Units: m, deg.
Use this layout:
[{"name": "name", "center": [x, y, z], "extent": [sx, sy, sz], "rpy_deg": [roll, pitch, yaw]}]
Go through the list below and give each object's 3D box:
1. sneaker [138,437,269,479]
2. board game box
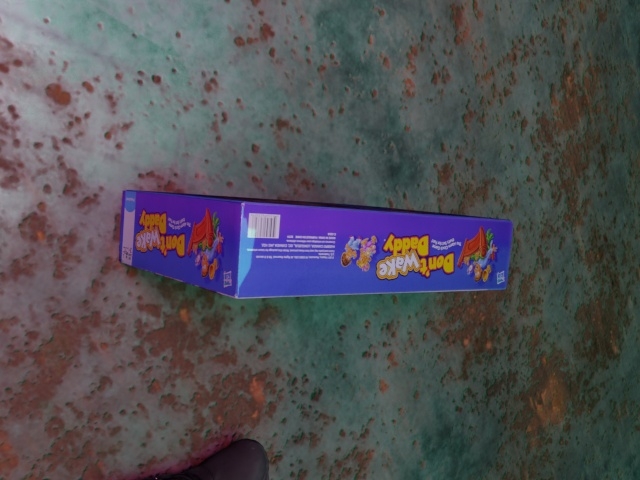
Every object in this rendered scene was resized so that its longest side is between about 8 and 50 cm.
[{"name": "sneaker", "center": [-0.174, 0.298, 0.728], "extent": [0.286, 0.109, 0.130], "rpy_deg": [-37, 111, -31]}, {"name": "board game box", "center": [0.000, 0.000, 0.738], "extent": [0.347, 0.233, 0.078], "rpy_deg": [2, 95, -38]}]
